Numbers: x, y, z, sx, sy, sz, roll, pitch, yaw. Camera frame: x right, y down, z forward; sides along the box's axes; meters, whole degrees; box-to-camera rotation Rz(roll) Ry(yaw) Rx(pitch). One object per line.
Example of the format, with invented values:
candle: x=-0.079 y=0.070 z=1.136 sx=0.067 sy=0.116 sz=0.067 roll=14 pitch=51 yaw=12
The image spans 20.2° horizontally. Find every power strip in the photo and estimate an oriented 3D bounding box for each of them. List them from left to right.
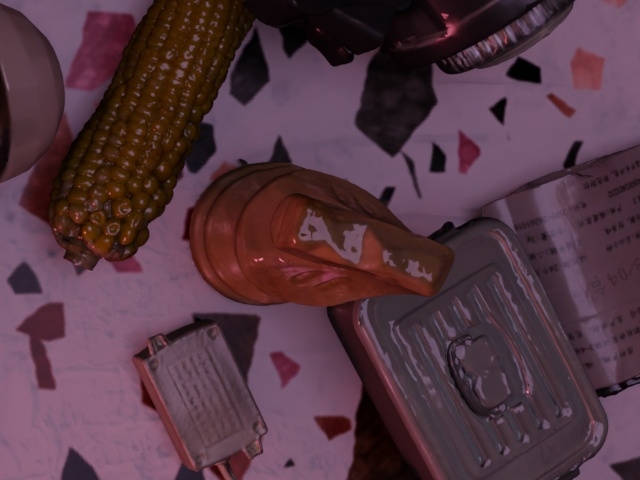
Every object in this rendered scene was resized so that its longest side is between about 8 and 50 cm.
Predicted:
power strip: x=-0.091 y=0.148 z=1.497 sx=0.075 sy=0.042 sz=0.175 roll=-27 pitch=100 yaw=-18

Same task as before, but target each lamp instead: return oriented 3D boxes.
lamp: x=0.102 y=-0.281 z=1.481 sx=0.272 sy=0.205 sz=0.374 roll=36 pitch=65 yaw=-26

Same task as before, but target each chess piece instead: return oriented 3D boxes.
chess piece: x=0.000 y=0.000 z=1.396 sx=0.137 sy=0.301 sz=0.137 roll=-1 pitch=93 yaw=-20

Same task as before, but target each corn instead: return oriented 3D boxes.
corn: x=-0.128 y=-0.120 z=1.458 sx=0.097 sy=0.097 sz=0.320 roll=29 pitch=79 yaw=-18

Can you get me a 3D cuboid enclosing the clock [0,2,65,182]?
clock: x=-0.381 y=-0.092 z=1.306 sx=0.342 sy=0.184 sz=0.325 roll=36 pitch=60 yaw=-22

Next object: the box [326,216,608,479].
box: x=0.115 y=0.105 z=1.526 sx=0.163 sy=0.135 sz=0.243 roll=-32 pitch=101 yaw=-16

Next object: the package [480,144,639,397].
package: x=0.280 y=0.022 z=1.627 sx=0.251 sy=0.062 sz=0.204 roll=-22 pitch=99 yaw=-23
